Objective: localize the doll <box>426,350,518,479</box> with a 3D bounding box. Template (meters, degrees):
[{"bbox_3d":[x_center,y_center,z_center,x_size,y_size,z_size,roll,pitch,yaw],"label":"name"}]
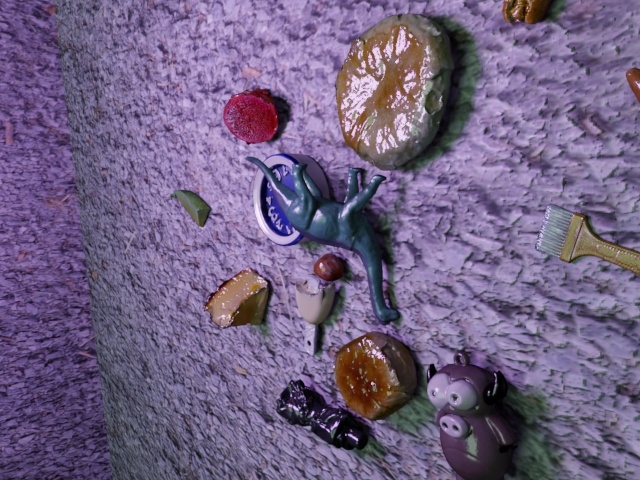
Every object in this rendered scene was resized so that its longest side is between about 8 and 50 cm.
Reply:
[{"bbox_3d":[0.273,0.333,0.896,0.182,0.117,0.257,-11,92,54],"label":"doll"}]

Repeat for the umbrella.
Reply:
[{"bbox_3d":[0.008,0.451,1.236,0.272,0.110,0.122,14,108,42],"label":"umbrella"}]

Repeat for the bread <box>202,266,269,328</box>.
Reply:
[{"bbox_3d":[-0.247,0.175,1.416,0.140,0.160,0.169,38,124,38],"label":"bread"}]

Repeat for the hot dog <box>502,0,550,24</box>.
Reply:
[{"bbox_3d":[0.326,-0.414,0.735,0.071,0.045,0.165,32,122,43],"label":"hot dog"}]

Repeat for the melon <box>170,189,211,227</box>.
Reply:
[{"bbox_3d":[-0.452,-0.122,1.691,0.262,0.053,0.114,31,138,45],"label":"melon"}]

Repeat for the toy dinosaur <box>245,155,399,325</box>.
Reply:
[{"bbox_3d":[0.000,0.000,1.077,0.384,0.129,0.330,9,102,16],"label":"toy dinosaur"}]

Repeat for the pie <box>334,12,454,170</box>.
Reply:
[{"bbox_3d":[0.134,-0.287,0.959,0.306,0.071,0.306,9,102,50],"label":"pie"}]

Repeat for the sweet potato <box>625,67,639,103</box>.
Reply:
[{"bbox_3d":[0.471,-0.154,0.622,0.055,0.058,0.202,-41,64,-2],"label":"sweet potato"}]

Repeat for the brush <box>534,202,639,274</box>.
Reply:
[{"bbox_3d":[0.432,0.017,0.730,0.218,0.010,0.082,28,118,41],"label":"brush"}]

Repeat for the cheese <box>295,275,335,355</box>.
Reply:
[{"bbox_3d":[-0.018,0.193,1.247,0.127,0.050,0.235,25,123,42],"label":"cheese"}]

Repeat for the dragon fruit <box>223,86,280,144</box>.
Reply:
[{"bbox_3d":[-0.172,-0.339,1.284,0.153,0.153,0.110,-47,20,43],"label":"dragon fruit"}]

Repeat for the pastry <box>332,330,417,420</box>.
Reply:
[{"bbox_3d":[0.118,0.293,1.079,0.192,0.093,0.182,-52,59,36],"label":"pastry"}]

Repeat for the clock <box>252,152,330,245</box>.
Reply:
[{"bbox_3d":[-0.077,-0.103,1.231,0.230,0.083,0.230,12,107,44],"label":"clock"}]

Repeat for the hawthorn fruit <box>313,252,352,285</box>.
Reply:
[{"bbox_3d":[0.033,0.077,1.158,0.103,0.067,0.066,40,126,23],"label":"hawthorn fruit"}]
